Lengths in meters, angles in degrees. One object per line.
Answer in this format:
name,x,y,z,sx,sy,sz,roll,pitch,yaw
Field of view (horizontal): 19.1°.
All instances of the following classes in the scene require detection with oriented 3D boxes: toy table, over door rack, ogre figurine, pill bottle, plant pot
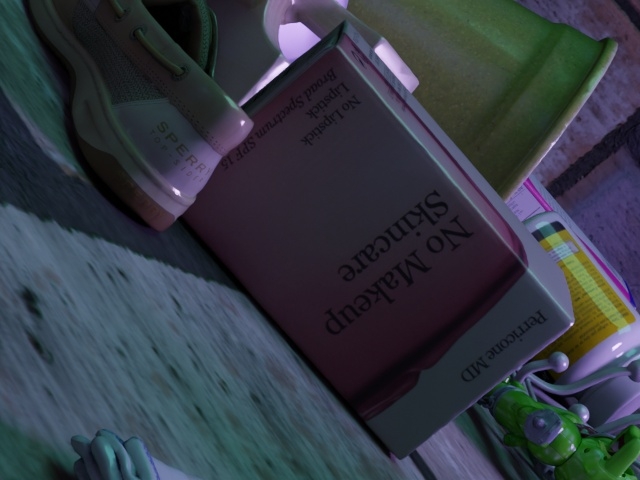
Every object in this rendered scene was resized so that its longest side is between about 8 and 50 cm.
toy table,-0.034,-0.216,1.520,0.274,0.252,0.161,29,6,-46
over door rack,0.296,0.213,1.684,0.324,0.108,0.239,48,12,-15
ogre figurine,0.206,0.177,1.474,0.197,0.097,0.118,61,-1,-2
pill bottle,0.254,0.083,1.925,0.208,0.119,0.119,53,11,16
plant pot,0.101,-0.160,1.837,0.254,0.276,0.276,38,11,-2

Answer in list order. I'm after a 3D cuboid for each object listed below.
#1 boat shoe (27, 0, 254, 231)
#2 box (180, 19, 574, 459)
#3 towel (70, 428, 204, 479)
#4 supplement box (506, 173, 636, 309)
boat shoe,-0.107,-0.121,1.184,0.109,0.098,0.302,44,12,-32
box,0.033,-0.003,1.220,0.232,0.148,0.127,48,11,-8
towel,0.016,0.194,0.791,0.285,0.034,0.209,36,18,-53
supplement box,0.231,0.012,2.093,0.220,0.114,0.111,50,11,-9
